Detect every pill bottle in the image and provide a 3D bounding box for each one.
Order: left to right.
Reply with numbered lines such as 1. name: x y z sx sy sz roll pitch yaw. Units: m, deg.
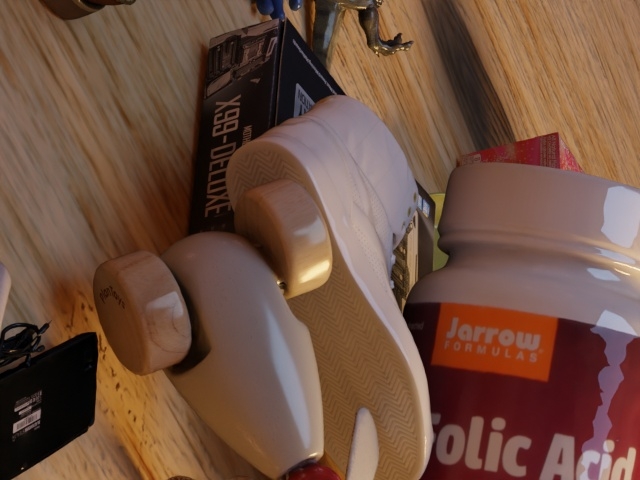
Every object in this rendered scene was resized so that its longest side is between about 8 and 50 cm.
1. pill bottle: 0.162 0.149 1.508 0.224 0.224 0.392 25 74 -61

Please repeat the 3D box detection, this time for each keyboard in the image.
1. keyboard: -0.196 0.097 1.165 0.192 0.038 0.100 -28 127 -67

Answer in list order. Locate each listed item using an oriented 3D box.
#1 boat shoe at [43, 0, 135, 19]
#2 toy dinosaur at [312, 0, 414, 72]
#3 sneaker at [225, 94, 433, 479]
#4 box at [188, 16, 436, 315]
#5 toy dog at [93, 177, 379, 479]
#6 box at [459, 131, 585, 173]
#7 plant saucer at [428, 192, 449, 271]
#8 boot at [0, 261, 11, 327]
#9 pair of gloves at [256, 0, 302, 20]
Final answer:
1. boat shoe: -0.149 -0.310 1.381 0.111 0.104 0.307 30 51 -59
2. toy dinosaur: 0.028 -0.231 1.788 0.118 0.064 0.268 26 54 -43
3. sneaker: 0.040 0.033 1.427 0.169 0.108 0.292 -41 117 -56
4. box: 0.000 0.000 1.577 0.307 0.076 0.242 48 37 -48
5. toy dog: -0.052 0.128 1.309 0.161 0.220 0.333 155 -67 -69
6. box: 0.225 0.030 2.002 0.128 0.122 0.257 49 36 -46
7. plant saucer: 0.147 0.066 1.809 0.241 0.037 0.241 19 51 -25
8. boot: -0.232 0.062 1.005 0.123 0.095 0.258 54 31 -28
9. pair of gloves: -0.066 -0.291 1.659 0.198 0.023 0.159 52 35 -41
